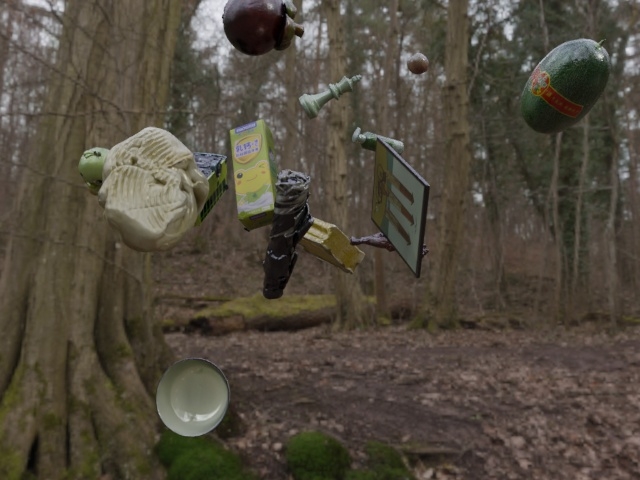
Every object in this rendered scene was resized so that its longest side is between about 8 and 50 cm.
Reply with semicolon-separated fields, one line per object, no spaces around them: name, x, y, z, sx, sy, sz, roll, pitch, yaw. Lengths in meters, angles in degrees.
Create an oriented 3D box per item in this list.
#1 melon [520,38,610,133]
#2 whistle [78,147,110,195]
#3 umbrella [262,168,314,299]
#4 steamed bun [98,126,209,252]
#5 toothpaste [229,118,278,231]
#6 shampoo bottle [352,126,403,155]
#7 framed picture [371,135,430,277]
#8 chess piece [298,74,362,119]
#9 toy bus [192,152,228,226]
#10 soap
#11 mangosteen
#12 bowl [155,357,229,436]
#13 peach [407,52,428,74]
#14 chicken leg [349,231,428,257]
melon;0.636;-0.404;1.688;0.182;0.182;0.287;6;-44;-26
whistle;-0.755;-0.200;2.232;0.141;0.141;0.294;2;-45;-14
umbrella;-0.083;-0.005;1.630;0.106;0.357;0.113;8;29;-8
steamed bun;-0.425;-0.107;1.678;0.276;0.289;0.203;-37;-15;-19
toothpaste;-0.184;-0.188;1.863;0.110;0.327;0.077;-17;-29;14
shampoo bottle;0.198;-0.342;2.278;0.205;0.065;0.065;9;-16;-35
framed picture;0.189;-0.090;1.610;0.013;0.244;0.324;-7;29;-14
chess piece;0.028;-0.332;1.476;0.149;0.059;0.059;-28;-16;4
toy bus;-0.376;-0.158;1.968;0.128;0.150;0.262;8;31;9
soap;0.000;0.000;2.261;0.199;0.091;0.315;41;-10;-30
mangosteen;-0.135;-0.525;1.559;0.200;0.199;0.200;-1;-13;0
bowl;-0.385;0.487;2.043;0.238;0.237;0.126;-2;-10;6
peach;0.369;-0.668;2.471;0.083;0.083;0.083;-1;-13;0
chicken leg;0.188;0.007;1.750;0.219;0.048;0.089;15;29;28
